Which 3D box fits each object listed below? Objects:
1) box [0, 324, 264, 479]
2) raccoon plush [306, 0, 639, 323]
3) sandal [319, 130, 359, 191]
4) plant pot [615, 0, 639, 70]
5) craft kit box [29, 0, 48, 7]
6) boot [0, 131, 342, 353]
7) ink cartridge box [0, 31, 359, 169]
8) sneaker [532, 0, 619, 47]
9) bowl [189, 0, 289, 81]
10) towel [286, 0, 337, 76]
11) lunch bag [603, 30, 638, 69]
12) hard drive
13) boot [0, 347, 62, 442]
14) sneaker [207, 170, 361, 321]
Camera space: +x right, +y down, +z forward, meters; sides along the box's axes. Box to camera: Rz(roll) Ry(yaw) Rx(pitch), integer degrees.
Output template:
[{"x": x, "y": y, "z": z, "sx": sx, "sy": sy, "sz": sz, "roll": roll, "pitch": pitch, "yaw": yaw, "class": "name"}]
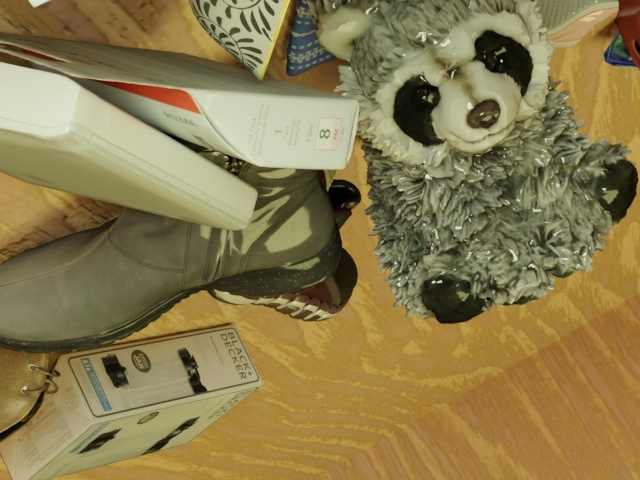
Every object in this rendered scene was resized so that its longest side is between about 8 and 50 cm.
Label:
[{"x": -0.224, "y": 0.191, "z": 1.917, "sx": 0.169, "sy": 0.087, "sz": 0.290, "roll": -40, "pitch": 161, "yaw": 33, "class": "box"}, {"x": 0.064, "y": -0.114, "z": 1.383, "sx": 0.216, "sy": 0.299, "sz": 0.446, "roll": -37, "pitch": -158, "yaw": -19, "class": "raccoon plush"}, {"x": -0.028, "y": -0.064, "z": 1.498, "sx": 0.240, "sy": 0.079, "sz": 0.088, "roll": -9, "pitch": 154, "yaw": -49, "class": "sandal"}, {"x": 0.411, "y": -0.244, "z": 1.411, "sx": 0.265, "sy": 0.272, "sz": 0.272, "roll": -16, "pitch": 160, "yaw": -16, "class": "plant pot"}, {"x": -0.013, "y": -0.225, "z": 0.780, "sx": 0.247, "sy": 0.061, "sz": 0.250, "roll": -24, "pitch": -158, "yaw": 26, "class": "craft kit box"}, {"x": -0.152, "y": -0.029, "z": 1.378, "sx": 0.338, "sy": 0.118, "sz": 0.222, "roll": -17, "pitch": 146, "yaw": -2, "class": "boot"}, {"x": -0.120, "y": -0.092, "z": 1.063, "sx": 0.232, "sy": 0.189, "sz": 0.066, "roll": -5, "pitch": 109, "yaw": -45, "class": "ink cartridge box"}, {"x": 0.256, "y": -0.226, "z": 1.542, "sx": 0.134, "sy": 0.051, "sz": 0.070, "roll": -26, "pitch": 165, "yaw": 1, "class": "sneaker"}, {"x": -0.046, "y": -0.194, "z": 1.037, "sx": 0.170, "sy": 0.080, "sz": 0.170, "roll": -160, "pitch": -90, "yaw": -87, "class": "bowl"}, {"x": 0.100, "y": -0.243, "z": 1.247, "sx": 0.243, "sy": 0.040, "sz": 0.336, "roll": -23, "pitch": 163, "yaw": -16, "class": "towel"}, {"x": 0.387, "y": -0.220, "z": 1.713, "sx": 0.151, "sy": 0.096, "sz": 0.129, "roll": -22, "pitch": 172, "yaw": 33, "class": "lunch bag"}, {"x": -0.186, "y": -0.069, "z": 1.080, "sx": 0.203, "sy": 0.040, "sz": 0.307, "roll": 13, "pitch": 174, "yaw": 19, "class": "hard drive"}, {"x": -0.270, "y": 0.107, "z": 1.552, "sx": 0.305, "sy": 0.115, "sz": 0.112, "roll": -33, "pitch": 161, "yaw": 10, "class": "boot"}, {"x": 0.000, "y": 0.000, "z": 1.698, "sx": 0.162, "sy": 0.106, "sz": 0.281, "roll": -40, "pitch": 160, "yaw": 23, "class": "sneaker"}]
